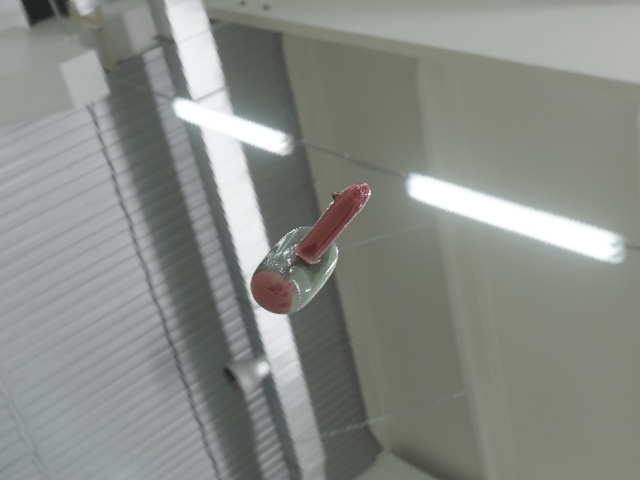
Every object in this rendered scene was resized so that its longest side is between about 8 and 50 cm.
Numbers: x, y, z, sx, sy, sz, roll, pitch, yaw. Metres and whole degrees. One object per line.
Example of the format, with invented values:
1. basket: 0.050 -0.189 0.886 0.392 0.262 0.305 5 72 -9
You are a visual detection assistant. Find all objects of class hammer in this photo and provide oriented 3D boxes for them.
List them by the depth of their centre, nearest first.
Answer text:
1. hammer: 0.000 0.000 0.465 0.031 0.052 0.083 39 -47 -1
